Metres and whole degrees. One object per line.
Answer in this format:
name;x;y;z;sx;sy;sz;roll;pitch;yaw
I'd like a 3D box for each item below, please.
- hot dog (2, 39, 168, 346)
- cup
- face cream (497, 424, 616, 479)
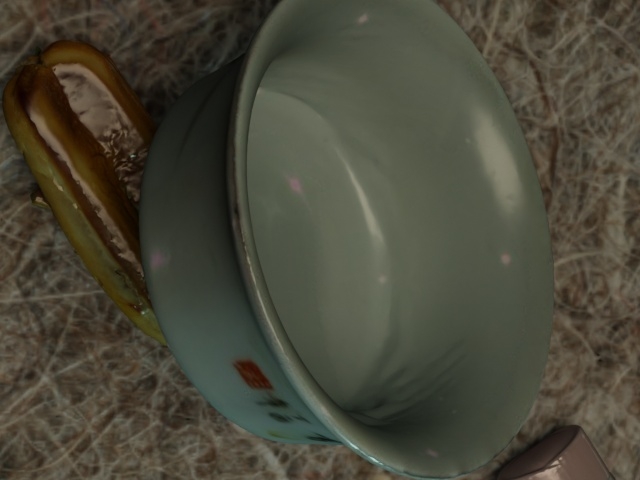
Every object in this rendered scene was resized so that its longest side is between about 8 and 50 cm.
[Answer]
hot dog;-0.140;-0.024;1.386;0.104;0.076;0.250;-44;111;-28
cup;0.000;0.000;1.339;0.347;0.163;0.347;19;65;-48
face cream;0.218;0.245;1.528;0.084;0.057;0.198;-35;105;-11
